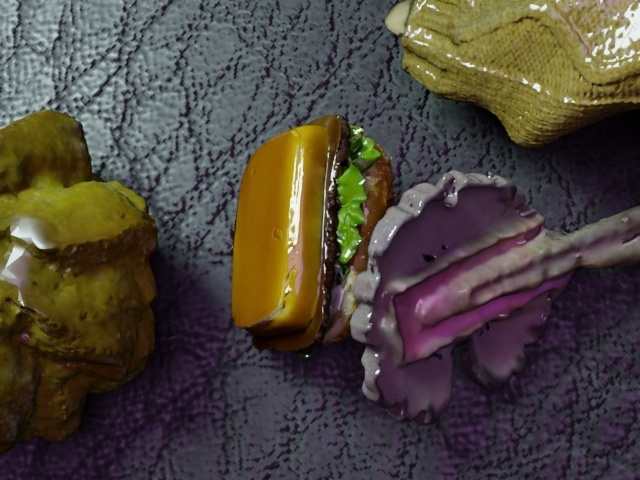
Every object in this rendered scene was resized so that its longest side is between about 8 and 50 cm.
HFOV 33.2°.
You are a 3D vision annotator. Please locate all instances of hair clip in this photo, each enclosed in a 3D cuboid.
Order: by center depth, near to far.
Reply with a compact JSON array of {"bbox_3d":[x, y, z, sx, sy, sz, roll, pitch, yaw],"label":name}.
[{"bbox_3d":[0.154,0.017,0.744,0.300,0.069,0.173,-18,112,-15],"label":"hair clip"}]

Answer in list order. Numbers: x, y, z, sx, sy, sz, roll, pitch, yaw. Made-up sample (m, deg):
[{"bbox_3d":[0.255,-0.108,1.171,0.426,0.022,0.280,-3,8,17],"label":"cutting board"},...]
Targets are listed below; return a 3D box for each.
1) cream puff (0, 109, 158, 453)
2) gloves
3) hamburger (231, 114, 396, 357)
[{"bbox_3d":[-0.229,0.026,0.734,0.244,0.196,0.244,10,57,-17],"label":"cream puff"},{"bbox_3d":[0.216,-0.153,0.736,0.356,0.155,0.203,17,47,8],"label":"gloves"},{"bbox_3d":[0.000,0.000,0.747,0.087,0.137,0.166,11,79,-26],"label":"hamburger"}]
